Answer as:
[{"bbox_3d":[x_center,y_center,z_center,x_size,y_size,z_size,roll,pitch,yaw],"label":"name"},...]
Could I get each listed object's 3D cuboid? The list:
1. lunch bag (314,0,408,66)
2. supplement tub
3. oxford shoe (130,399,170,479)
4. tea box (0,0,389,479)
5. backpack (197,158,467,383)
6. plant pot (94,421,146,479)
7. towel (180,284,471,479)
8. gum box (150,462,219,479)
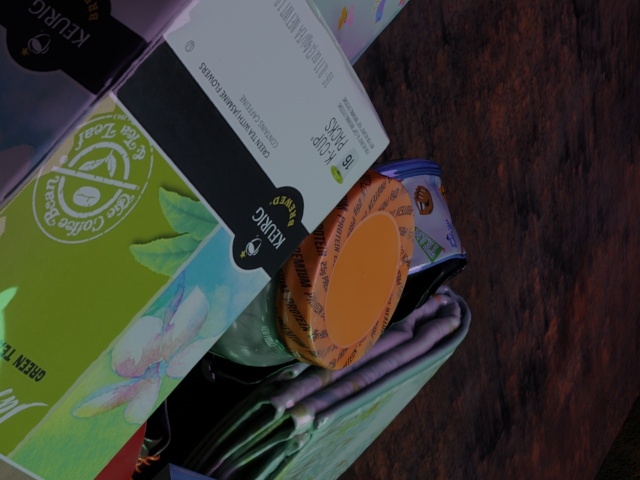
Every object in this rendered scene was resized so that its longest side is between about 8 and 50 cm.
[{"bbox_3d":[0.010,-0.270,1.275,0.279,0.108,0.224,-49,155,-34],"label":"lunch bag"},{"bbox_3d":[-0.097,-0.018,1.075,0.193,0.316,0.193,-38,137,-47],"label":"supplement tub"},{"bbox_3d":[-0.201,0.199,1.249,0.097,0.098,0.271,3,103,-61],"label":"oxford shoe"},{"bbox_3d":[-0.205,-0.066,0.770,0.323,0.329,0.220,-50,148,-8],"label":"tea box"},{"bbox_3d":[0.000,0.000,1.285,0.276,0.264,0.213,-25,104,-79],"label":"backpack"},{"bbox_3d":[-0.253,0.128,1.021,0.174,0.191,0.191,24,85,-60],"label":"plant pot"},{"bbox_3d":[-0.017,0.206,1.474,0.320,0.090,0.374,-50,164,31],"label":"towel"},{"bbox_3d":[-0.136,0.302,1.315,0.157,0.041,0.184,26,123,-32],"label":"gum box"}]
